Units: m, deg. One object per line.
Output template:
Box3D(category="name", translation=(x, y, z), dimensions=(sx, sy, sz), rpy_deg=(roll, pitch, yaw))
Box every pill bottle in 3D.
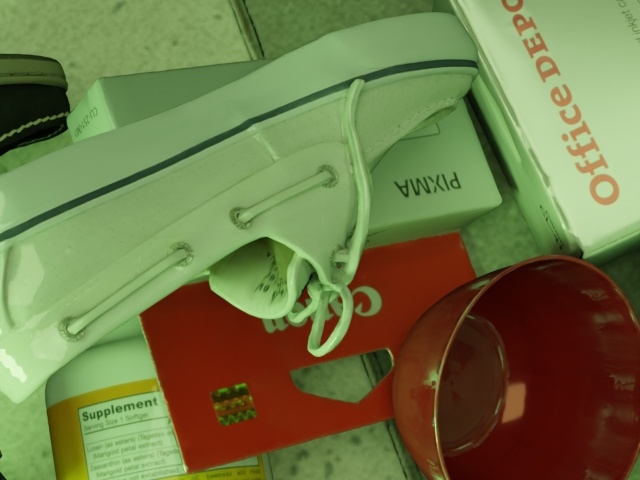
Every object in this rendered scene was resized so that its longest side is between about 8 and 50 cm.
Box3D(category="pill bottle", translation=(-0.102, 0.137, 1.056), dimensions=(0.136, 0.136, 0.245), rpy_deg=(-11, 77, 0))

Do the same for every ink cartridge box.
Box3D(category="ink cartridge box", translation=(0.000, 0.000, 1.054), dimensions=(0.275, 0.060, 0.239), rpy_deg=(-11, 74, -35))
Box3D(category="ink cartridge box", translation=(0.255, -0.137, 1.108), dimensions=(0.306, 0.131, 0.226), rpy_deg=(-24, 78, -2))

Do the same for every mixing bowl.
Box3D(category="mixing bowl", translation=(0.113, 0.096, 1.047), dimensions=(0.181, 0.098, 0.181), rpy_deg=(-3, 96, -35))

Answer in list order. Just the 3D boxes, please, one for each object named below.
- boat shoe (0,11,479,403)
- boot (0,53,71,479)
Box3D(category="boat shoe", translation=(-0.031, -0.006, 0.918), dimensions=(0.367, 0.136, 0.156), rpy_deg=(-26, 83, -34))
Box3D(category="boot", translation=(-0.262, 0.051, 1.011), dimensions=(0.138, 0.377, 0.284), rpy_deg=(-23, 93, 39))
